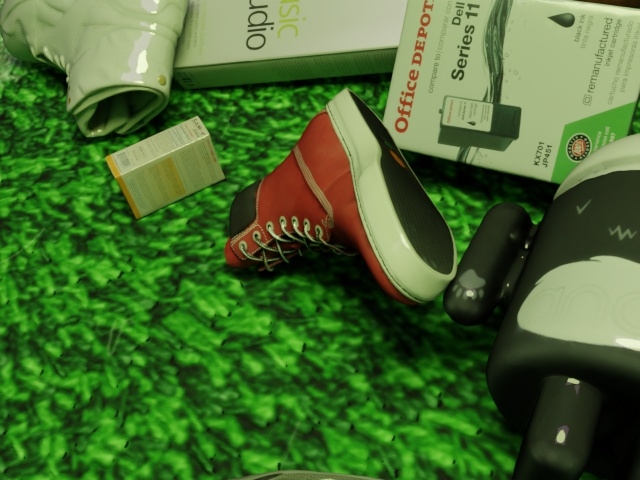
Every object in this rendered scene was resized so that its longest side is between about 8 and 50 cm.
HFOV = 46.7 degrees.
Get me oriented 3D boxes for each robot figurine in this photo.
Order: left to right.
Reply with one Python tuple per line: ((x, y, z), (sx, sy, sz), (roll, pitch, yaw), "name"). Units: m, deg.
((0.215, 0.055, 0.495), (0.209, 0.174, 0.278), (39, 58, -15), "robot figurine")

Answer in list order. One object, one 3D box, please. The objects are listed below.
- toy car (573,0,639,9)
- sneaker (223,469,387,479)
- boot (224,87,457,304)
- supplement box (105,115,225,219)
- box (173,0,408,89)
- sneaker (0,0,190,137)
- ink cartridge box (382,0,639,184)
((0.237, -0.196, 0.718), (0.155, 0.149, 0.188), (41, 81, 19), "toy car")
((-0.060, 0.190, 0.474), (0.272, 0.108, 0.100), (-8, 53, 5), "sneaker")
((0.000, 0.000, 0.592), (0.176, 0.088, 0.244), (-41, 34, 16), "boot")
((-0.150, -0.071, 0.726), (0.099, 0.062, 0.036), (-26, 51, -12), "supplement box")
((-0.004, -0.292, 0.811), (0.322, 0.058, 0.232), (-2, 75, 14), "box")
((-0.269, -0.195, 0.814), (0.293, 0.108, 0.169), (-2, 76, 38), "sneaker")
((0.171, -0.136, 0.658), (0.209, 0.153, 0.087), (15, 13, 22), "ink cartridge box")
